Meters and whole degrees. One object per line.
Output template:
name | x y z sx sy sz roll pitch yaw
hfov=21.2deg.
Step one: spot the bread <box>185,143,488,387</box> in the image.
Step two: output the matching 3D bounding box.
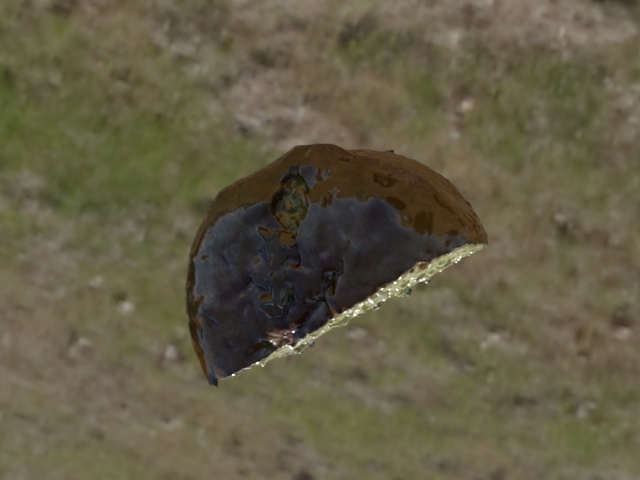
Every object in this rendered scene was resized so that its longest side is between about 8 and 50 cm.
bread | 0.000 0.000 1.753 0.340 0.179 0.194 -32 170 31
